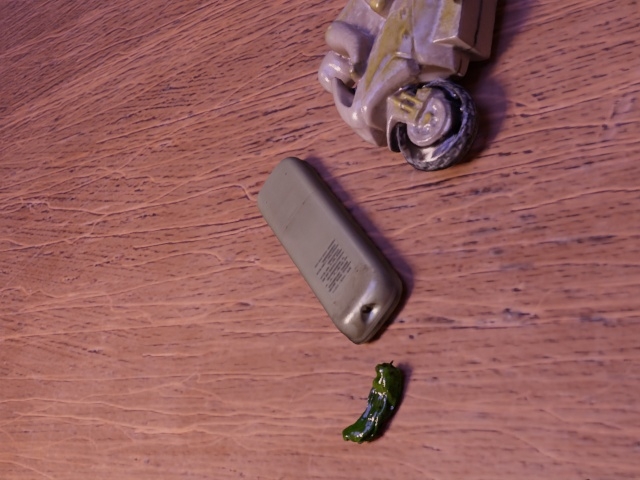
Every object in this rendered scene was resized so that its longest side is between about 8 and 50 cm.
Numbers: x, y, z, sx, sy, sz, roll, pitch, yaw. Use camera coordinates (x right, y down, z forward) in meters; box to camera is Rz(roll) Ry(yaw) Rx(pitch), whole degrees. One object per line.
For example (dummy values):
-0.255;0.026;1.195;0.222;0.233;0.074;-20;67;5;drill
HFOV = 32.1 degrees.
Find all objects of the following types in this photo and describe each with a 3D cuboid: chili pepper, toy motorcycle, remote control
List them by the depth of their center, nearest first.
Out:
0.054;0.159;1.080;0.091;0.034;0.030;-64;2;1;chili pepper
0.090;-0.229;1.209;0.223;0.108;0.340;-6;71;43;toy motorcycle
0.000;0.001;1.235;0.090;0.038;0.309;-55;36;13;remote control

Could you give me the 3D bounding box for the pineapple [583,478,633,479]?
0.219;0.235;0.696;0.362;0.202;0.202;-25;49;27;pineapple
